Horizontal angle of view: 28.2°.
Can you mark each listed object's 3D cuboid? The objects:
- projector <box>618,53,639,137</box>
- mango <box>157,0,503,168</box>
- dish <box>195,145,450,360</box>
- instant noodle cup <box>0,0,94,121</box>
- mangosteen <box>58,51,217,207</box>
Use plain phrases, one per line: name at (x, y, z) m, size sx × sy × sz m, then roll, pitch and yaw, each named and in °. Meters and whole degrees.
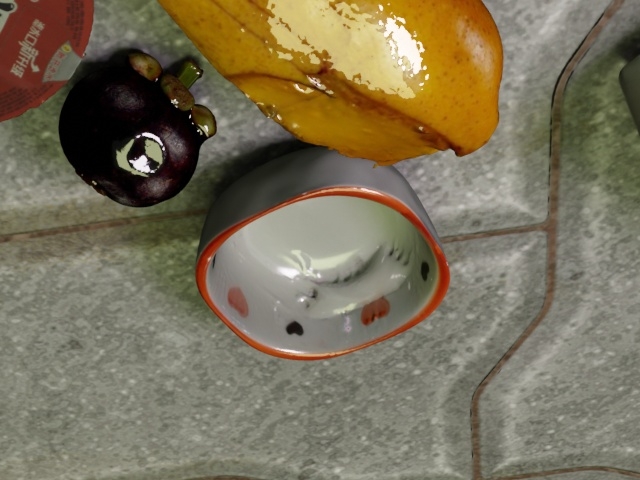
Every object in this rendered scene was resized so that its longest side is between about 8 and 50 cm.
projector at (0.454, -0.113, 1.137) m, size 0.248 × 0.248 × 0.249 m, roll 28°, pitch 127°, yaw -31°
mango at (-0.006, -0.194, 1.064) m, size 0.350 × 0.201 × 0.199 m, roll 31°, pitch 89°, yaw -23°
dish at (0.000, 0.000, 1.295) m, size 0.256 × 0.117 × 0.256 m, roll -3°, pitch 137°, yaw -3°
instant noodle cup at (-0.320, -0.219, 1.049) m, size 0.274 × 0.091 × 0.274 m, roll -3°, pitch 136°, yaw -3°
mangosteen at (-0.163, -0.107, 1.174) m, size 0.151 × 0.137 × 0.137 m, roll -46°, pitch 132°, yaw -8°
